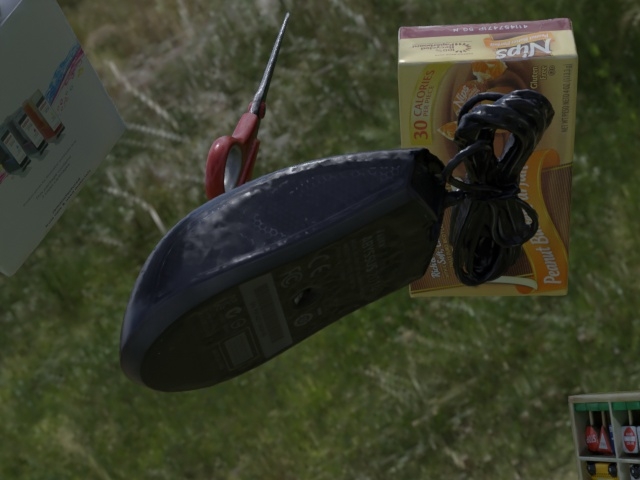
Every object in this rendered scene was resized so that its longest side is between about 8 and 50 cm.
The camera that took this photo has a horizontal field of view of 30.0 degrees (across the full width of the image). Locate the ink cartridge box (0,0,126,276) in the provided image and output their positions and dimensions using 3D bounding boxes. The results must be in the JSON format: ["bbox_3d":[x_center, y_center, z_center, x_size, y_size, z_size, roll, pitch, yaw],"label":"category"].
[{"bbox_3d":[-0.218,-0.087,0.696,0.127,0.128,0.176,-54,-19,-16],"label":"ink cartridge box"}]

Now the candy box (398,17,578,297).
[{"bbox_3d":[0.182,-0.081,1.314,0.182,0.316,0.087,-1,38,7],"label":"candy box"}]

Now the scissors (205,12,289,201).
[{"bbox_3d":[-0.062,-0.098,1.079,0.021,0.109,0.297,5,37,9],"label":"scissors"}]

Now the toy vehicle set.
[{"bbox_3d":[0.327,0.228,1.160,0.035,0.166,0.267,-5,-7,-16],"label":"toy vehicle set"}]

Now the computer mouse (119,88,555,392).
[{"bbox_3d":[0.000,0.000,0.706,0.272,0.072,0.188,-24,-29,-12],"label":"computer mouse"}]
